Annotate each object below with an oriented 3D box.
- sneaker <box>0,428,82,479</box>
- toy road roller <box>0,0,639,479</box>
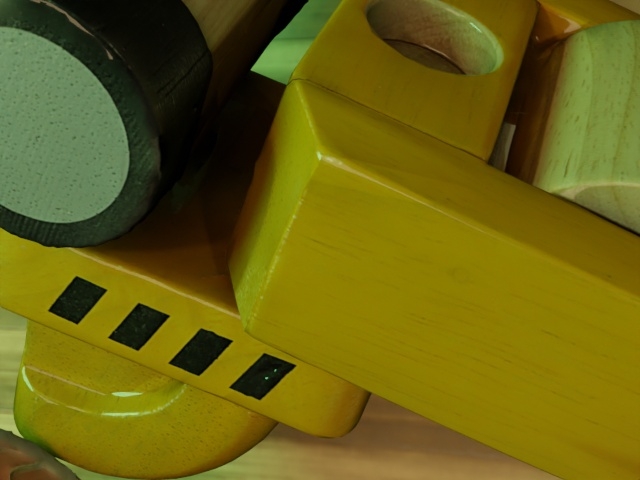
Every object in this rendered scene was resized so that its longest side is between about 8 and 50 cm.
[{"bbox_3d":[-0.131,0.217,0.506,0.121,0.108,0.302,-10,115,29],"label":"sneaker"},{"bbox_3d":[0.000,0.000,0.465,0.329,0.202,0.240,23,128,3],"label":"toy road roller"}]
